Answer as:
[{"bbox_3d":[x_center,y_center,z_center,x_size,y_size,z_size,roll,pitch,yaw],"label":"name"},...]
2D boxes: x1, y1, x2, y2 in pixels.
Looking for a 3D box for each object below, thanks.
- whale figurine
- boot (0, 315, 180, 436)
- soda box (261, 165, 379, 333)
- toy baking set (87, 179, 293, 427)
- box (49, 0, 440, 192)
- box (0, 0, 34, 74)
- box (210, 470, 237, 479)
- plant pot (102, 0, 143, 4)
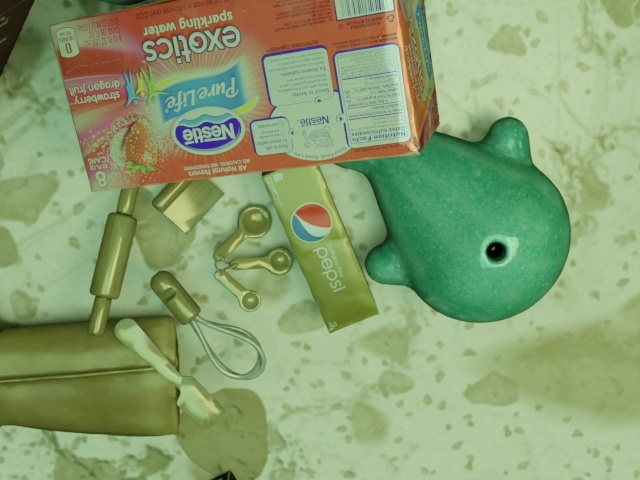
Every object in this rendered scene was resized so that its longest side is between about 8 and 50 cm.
[{"bbox_3d":[0.123,-0.036,0.771,0.272,0.141,0.216,44,99,-8],"label":"whale figurine"},{"bbox_3d":[-0.285,0.095,0.821,0.269,0.089,0.236,-1,108,-5],"label":"boot"},{"bbox_3d":[0.000,0.000,0.815,0.058,0.061,0.181,-23,105,3],"label":"soda box"},{"bbox_3d":[-0.134,0.052,0.799,0.197,0.030,0.256,18,83,-11],"label":"toy baking set"},{"bbox_3d":[-0.057,-0.142,0.693,0.300,0.142,0.154,-6,105,18],"label":"box"},{"bbox_3d":[-0.347,-0.143,0.594,0.143,0.191,0.381,45,138,-11],"label":"box"},{"bbox_3d":[-0.204,0.376,0.825,0.270,0.216,0.060,-28,103,4],"label":"box"},{"bbox_3d":[-0.144,-0.318,0.635,0.196,0.293,0.293,-29,106,33],"label":"plant pot"}]
